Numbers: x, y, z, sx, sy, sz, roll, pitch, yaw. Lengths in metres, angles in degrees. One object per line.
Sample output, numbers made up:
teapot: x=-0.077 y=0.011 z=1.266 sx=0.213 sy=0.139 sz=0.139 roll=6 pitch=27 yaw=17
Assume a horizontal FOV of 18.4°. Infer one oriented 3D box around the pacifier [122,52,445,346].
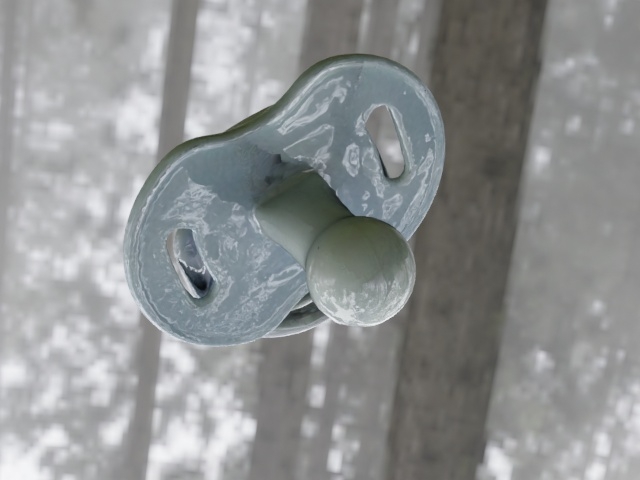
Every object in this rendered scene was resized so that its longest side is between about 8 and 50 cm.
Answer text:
pacifier: x=0.000 y=0.000 z=1.581 sx=0.299 sy=0.244 sz=0.233 roll=-32 pitch=-144 yaw=-11
